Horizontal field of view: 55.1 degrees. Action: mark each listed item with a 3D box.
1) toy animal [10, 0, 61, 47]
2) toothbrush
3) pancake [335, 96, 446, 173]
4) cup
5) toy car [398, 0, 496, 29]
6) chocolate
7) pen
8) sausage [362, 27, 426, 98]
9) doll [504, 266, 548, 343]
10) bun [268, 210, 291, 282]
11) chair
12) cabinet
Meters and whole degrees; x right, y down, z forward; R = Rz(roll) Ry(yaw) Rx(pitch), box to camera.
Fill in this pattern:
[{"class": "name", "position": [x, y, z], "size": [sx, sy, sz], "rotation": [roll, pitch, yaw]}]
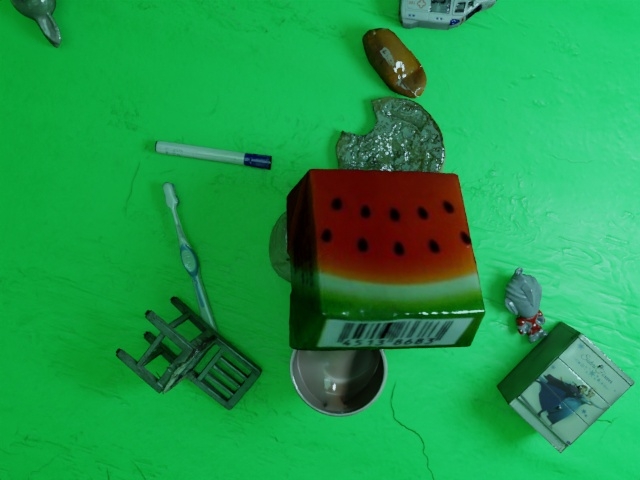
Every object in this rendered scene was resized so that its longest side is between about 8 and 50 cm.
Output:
[{"class": "toy animal", "position": [-0.626, -0.560, 1.354], "size": [0.125, 0.127, 0.251], "rotation": [-1, 96, 2]}, {"class": "toothbrush", "position": [-0.295, 0.054, 1.394], "size": [0.040, 0.040, 0.386], "rotation": [-16, 91, 5]}, {"class": "pancake", "position": [0.157, -0.185, 1.351], "size": [0.254, 0.037, 0.253], "rotation": [0, 93, 5]}, {"class": "cup", "position": [0.037, 0.215, 1.293], "size": [0.192, 0.200, 0.252], "rotation": [-10, 93, 5]}, {"class": "toy car", "position": [0.271, -0.502, 1.303], "size": [0.210, 0.089, 0.108], "rotation": [7, 93, 6]}, {"class": "chocolate", "position": [0.118, 0.029, 1.177], "size": [0.360, 0.161, 0.341], "rotation": [1, 64, -12]}, {"class": "pen", "position": [-0.241, -0.193, 1.383], "size": [0.269, 0.033, 0.033], "rotation": [8, 93, 4]}, {"class": "sausage", "position": [0.161, -0.381, 1.324], "size": [0.089, 0.089, 0.179], "rotation": [-37, 93, 5]}, {"class": "doll", "position": [0.445, 0.140, 1.326], "size": [0.094, 0.079, 0.180], "rotation": [-23, 103, -10]}, {"class": "bun", "position": [0.000, 0.000, 1.330], "size": [0.210, 0.116, 0.237], "rotation": [35, 95, 2]}, {"class": "chair", "position": [-0.283, 0.267, 1.340], "size": [0.270, 0.147, 0.136], "rotation": [41, 104, 3]}, {"class": "cabinet", "position": [0.505, 0.303, 1.287], "size": [0.145, 0.150, 0.206], "rotation": [43, 95, 1]}]
